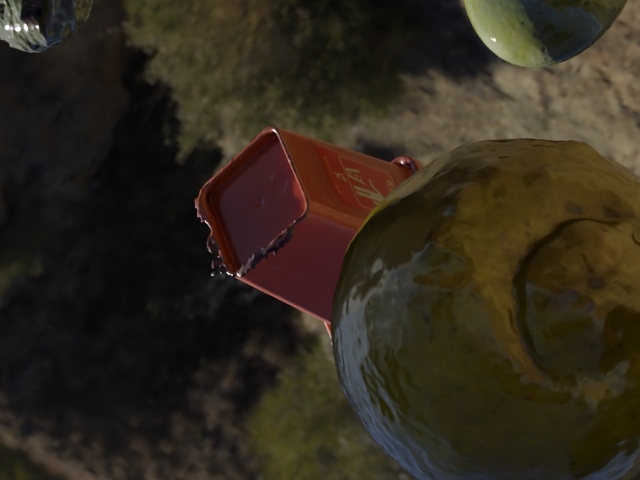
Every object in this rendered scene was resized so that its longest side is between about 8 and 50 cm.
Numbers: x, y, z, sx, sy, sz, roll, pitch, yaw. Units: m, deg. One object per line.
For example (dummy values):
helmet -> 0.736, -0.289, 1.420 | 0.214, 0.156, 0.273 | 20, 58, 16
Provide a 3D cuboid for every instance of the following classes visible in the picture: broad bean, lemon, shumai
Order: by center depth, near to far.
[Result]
lemon -> 0.139, 0.065, 1.092 | 0.285, 0.285, 0.316 | 26, 150, 22
broad bean -> 0.237, -0.297, 1.543 | 0.189, 0.263, 0.121 | -7, 164, 22
shumai -> -0.330, -0.366, 1.854 | 0.256, 0.218, 0.189 | 56, 166, 18

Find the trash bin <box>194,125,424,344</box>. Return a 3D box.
trash bin -> 0.000, 0.000, 1.459 | 0.238, 0.184, 0.161 | 20, -142, -45
